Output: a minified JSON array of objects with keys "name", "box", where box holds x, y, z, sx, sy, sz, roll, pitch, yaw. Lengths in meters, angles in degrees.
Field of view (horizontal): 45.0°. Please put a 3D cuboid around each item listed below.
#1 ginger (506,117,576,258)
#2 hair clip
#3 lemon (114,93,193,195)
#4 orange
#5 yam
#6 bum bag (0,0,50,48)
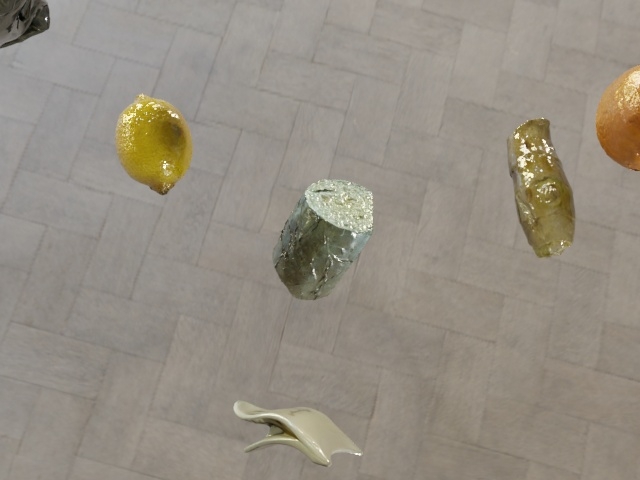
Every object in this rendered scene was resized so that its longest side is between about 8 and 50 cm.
[{"name":"ginger","box":[0.411,-0.097,1.435,0.116,0.109,0.263,15,61,-40]},{"name":"hair clip","box":[-0.066,0.416,1.695,0.282,0.172,0.113,-3,83,29]},{"name":"lemon","box":[-0.406,-0.237,1.888,0.188,0.188,0.257,-16,90,-10]},{"name":"orange","box":[0.531,-0.201,1.216,0.193,0.193,0.161,-10,66,-8]},{"name":"yam","box":[-0.004,0.000,1.940,0.201,0.271,0.202,17,36,-10]},{"name":"bum bag","box":[-0.431,-0.292,0.999,0.142,0.326,0.080,-28,105,-6]}]
